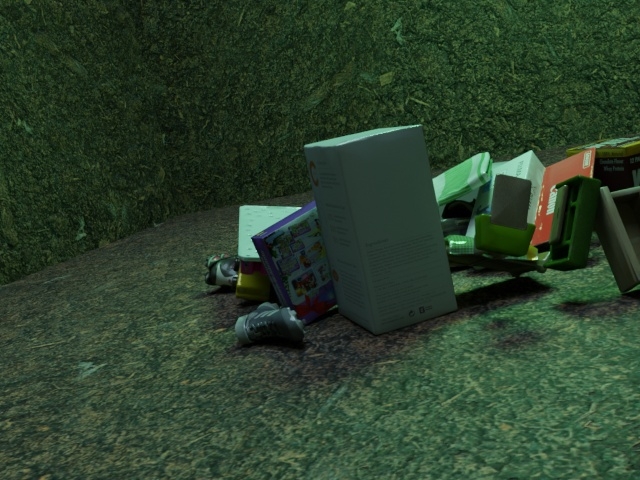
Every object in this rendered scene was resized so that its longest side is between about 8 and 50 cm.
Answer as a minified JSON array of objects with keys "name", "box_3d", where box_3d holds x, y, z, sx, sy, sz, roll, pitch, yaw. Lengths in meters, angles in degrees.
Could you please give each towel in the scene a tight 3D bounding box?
[{"name":"towel","box_3d":[0.251,-0.107,1.852,0.325,0.038,0.248,-25,11,19]}]

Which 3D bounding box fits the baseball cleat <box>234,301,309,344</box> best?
[{"name":"baseball cleat","box_3d":[-0.097,0.169,1.470,0.109,0.072,0.206,-30,9,-16]}]

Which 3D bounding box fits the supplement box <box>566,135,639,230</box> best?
[{"name":"supplement box","box_3d":[0.679,-0.127,1.764,0.129,0.194,0.191,-16,10,-20]}]

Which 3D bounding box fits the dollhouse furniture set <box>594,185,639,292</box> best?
[{"name":"dollhouse furniture set","box_3d":[0.614,-0.084,1.173,0.257,0.362,0.394,-13,-19,-9]}]

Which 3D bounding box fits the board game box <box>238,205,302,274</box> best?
[{"name":"board game box","box_3d":[0.000,0.000,1.876,0.390,0.050,0.390,2,19,-6]}]

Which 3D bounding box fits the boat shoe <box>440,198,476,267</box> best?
[{"name":"boat shoe","box_3d":[0.358,-0.038,1.848,0.132,0.130,0.355,-8,10,29]}]

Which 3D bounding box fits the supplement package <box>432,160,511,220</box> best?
[{"name":"supplement package","box_3d":[0.452,-0.132,2.232,0.194,0.149,0.203,-4,13,42]}]

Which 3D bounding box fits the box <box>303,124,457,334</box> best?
[{"name":"box","box_3d":[0.107,-0.028,1.464,0.168,0.345,0.215,-15,10,-15]}]

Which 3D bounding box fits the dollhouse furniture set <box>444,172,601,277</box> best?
[{"name":"dollhouse furniture set","box_3d":[0.336,-0.030,1.417,0.198,0.151,0.301,11,-8,-6]}]

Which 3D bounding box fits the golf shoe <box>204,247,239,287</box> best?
[{"name":"golf shoe","box_3d":[-0.190,0.071,2.115,0.120,0.105,0.273,17,26,30]}]

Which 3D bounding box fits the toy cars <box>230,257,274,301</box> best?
[{"name":"toy cars","box_3d":[-0.089,0.036,1.952,0.176,0.087,0.394,29,32,30]}]

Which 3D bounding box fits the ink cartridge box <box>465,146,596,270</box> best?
[{"name":"ink cartridge box","box_3d":[0.450,-0.090,1.689,0.261,0.066,0.296,-27,26,38]}]

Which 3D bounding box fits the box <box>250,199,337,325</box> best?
[{"name":"box","box_3d":[0.023,0.015,1.593,0.293,0.200,0.057,-31,17,-27]}]
